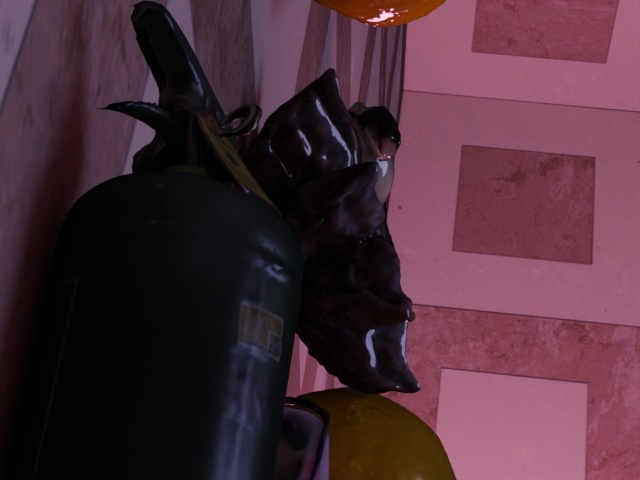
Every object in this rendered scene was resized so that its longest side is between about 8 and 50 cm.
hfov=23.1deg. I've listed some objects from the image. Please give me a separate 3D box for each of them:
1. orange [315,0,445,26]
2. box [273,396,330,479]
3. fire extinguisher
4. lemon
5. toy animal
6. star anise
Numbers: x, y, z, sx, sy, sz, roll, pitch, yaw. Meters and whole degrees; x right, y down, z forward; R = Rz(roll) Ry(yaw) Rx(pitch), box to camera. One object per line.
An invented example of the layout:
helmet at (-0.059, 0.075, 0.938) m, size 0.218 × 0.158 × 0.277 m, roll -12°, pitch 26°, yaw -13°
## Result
orange at (0.041, -0.235, 1.210) m, size 0.134 × 0.156 × 0.156 m, roll -44°, pitch 180°, yaw 7°
box at (-0.063, 0.266, 0.754) m, size 0.190 × 0.112 × 0.369 m, roll -73°, pitch 166°, yaw -68°
fire extinguisher at (-0.065, 0.070, 0.557) m, size 0.114 × 0.095 × 0.311 m, roll 41°, pitch 49°, yaw -46°
lemon at (0.013, 0.200, 1.143) m, size 0.244 × 0.187 × 0.186 m, roll -56°, pitch 151°, yaw -85°
toy animal at (0.035, -0.046, 1.731) m, size 0.121 × 0.094 × 0.225 m, roll -95°, pitch -174°, yaw -60°
star anise at (0.000, -0.001, 1.139) m, size 0.223 × 0.109 × 0.236 m, roll -87°, pitch 164°, yaw -82°
